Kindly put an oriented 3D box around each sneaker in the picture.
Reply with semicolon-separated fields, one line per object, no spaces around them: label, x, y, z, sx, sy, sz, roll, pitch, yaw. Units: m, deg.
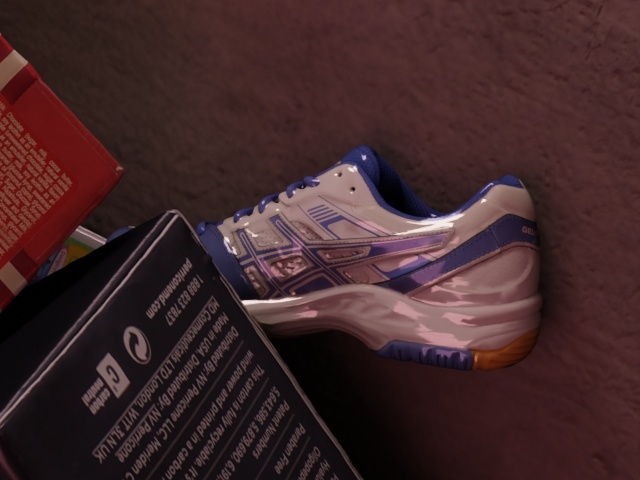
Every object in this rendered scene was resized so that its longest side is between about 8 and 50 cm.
sneaker;0.000;0.000;1.276;0.296;0.112;0.131;6;97;14

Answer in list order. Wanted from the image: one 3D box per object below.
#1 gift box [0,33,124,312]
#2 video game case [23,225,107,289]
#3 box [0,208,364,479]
gift box;-0.324;-0.029;1.203;0.255;0.276;0.258;53;157;-16
video game case;-0.224;0.080;1.381;0.193;0.023;0.212;26;94;8
box;-0.180;0.318;1.239;0.480;0.297;0.472;-28;104;27
